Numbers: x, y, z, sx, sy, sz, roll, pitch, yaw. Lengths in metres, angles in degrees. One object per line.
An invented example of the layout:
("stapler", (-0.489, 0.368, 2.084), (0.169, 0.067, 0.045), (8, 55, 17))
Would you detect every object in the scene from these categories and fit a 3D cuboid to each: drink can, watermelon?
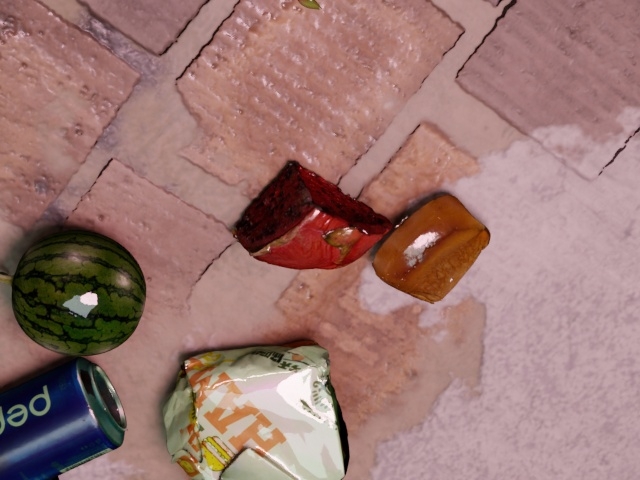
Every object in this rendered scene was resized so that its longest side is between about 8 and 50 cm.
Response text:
("drink can", (-0.332, 0.222, 1.801), (0.205, 0.118, 0.118), (-25, 116, 2))
("watermelon", (-0.286, 0.056, 1.719), (0.187, 0.140, 0.140), (8, 114, -8))

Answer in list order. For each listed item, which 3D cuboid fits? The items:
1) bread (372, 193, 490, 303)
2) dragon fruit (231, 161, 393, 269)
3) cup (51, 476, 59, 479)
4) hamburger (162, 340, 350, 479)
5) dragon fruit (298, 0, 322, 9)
("bread", (0.136, 0.017, 1.805), (0.129, 0.044, 0.126), (-49, 134, 7))
("dragon fruit", (0.000, 0.001, 1.750), (0.161, 0.120, 0.127), (26, 115, -27))
("cup", (-0.363, 0.404, 1.892), (0.177, 0.239, 0.166), (4, 156, -5))
("hamburger", (-0.074, 0.232, 1.846), (0.214, 0.125, 0.235), (-11, 113, 3))
("dragon fruit", (-0.040, -0.322, 1.577), (0.236, 0.137, 0.135), (19, 103, -26))
